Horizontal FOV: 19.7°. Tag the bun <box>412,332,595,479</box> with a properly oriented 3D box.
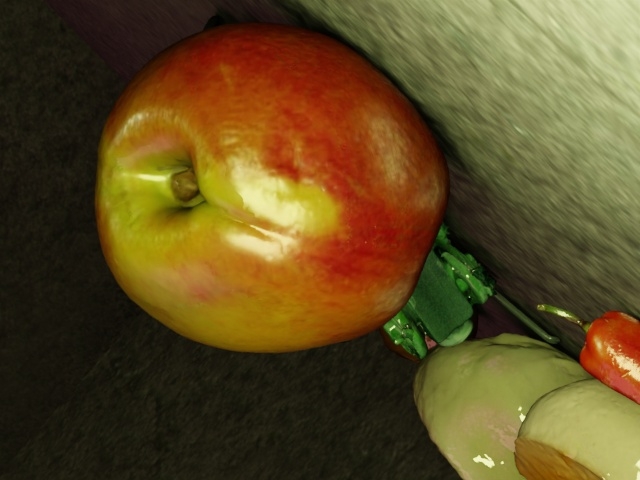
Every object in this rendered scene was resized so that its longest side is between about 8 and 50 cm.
[{"bbox_3d":[0.269,0.244,2.274,0.361,0.213,0.361,54,-174,-9],"label":"bun"}]

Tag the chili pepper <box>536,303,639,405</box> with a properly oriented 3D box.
[{"bbox_3d":[0.307,0.126,1.629,0.272,0.071,0.063,35,135,19],"label":"chili pepper"}]

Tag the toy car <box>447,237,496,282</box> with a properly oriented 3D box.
[{"bbox_3d":[0.169,0.028,2.173,0.093,0.025,0.041,39,177,29],"label":"toy car"}]

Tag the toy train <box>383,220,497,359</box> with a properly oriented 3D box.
[{"bbox_3d":[0.079,0.014,2.072,0.243,0.132,0.188,54,173,-33],"label":"toy train"}]

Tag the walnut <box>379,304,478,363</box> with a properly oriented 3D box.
[{"bbox_3d":[0.151,0.113,2.648,0.137,0.137,0.245,42,173,-17],"label":"walnut"}]

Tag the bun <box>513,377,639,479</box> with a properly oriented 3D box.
[{"bbox_3d":[0.344,0.246,1.876,0.299,0.165,0.299,43,162,18],"label":"bun"}]

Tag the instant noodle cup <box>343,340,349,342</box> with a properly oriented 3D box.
[{"bbox_3d":[0.000,0.000,1.892,0.168,0.185,0.168,14,-170,-3],"label":"instant noodle cup"}]

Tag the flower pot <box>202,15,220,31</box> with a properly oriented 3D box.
[{"bbox_3d":[-0.096,-0.114,2.030,0.148,0.235,0.235,21,177,-4],"label":"flower pot"}]

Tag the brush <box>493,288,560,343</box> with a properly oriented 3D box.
[{"bbox_3d":[0.182,0.046,2.238,0.266,0.027,0.062,40,178,16],"label":"brush"}]

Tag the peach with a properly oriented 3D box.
[{"bbox_3d":[-0.036,-0.039,1.585,0.308,0.308,0.332,39,-168,31],"label":"peach"}]
